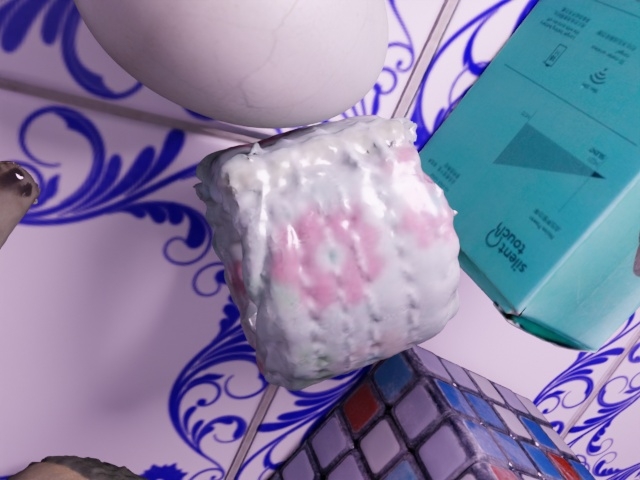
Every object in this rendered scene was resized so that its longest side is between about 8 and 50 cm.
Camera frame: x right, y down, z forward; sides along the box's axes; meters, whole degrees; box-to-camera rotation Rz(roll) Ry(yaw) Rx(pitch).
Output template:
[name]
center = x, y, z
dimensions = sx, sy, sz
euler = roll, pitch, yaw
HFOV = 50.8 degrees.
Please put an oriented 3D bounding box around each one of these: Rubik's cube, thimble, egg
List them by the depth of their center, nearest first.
[egg]
center = -0.046, -0.146, 0.402
dimensions = 0.209, 0.151, 0.151
euler = 20, 114, -37
[thimble]
center = 0.000, 0.000, 0.496
dimensions = 0.149, 0.185, 0.211
euler = -18, 149, -11
[Rubik's cube]
center = 0.142, 0.333, 0.738
dimensions = 0.287, 0.293, 0.292
euler = 29, 107, -36

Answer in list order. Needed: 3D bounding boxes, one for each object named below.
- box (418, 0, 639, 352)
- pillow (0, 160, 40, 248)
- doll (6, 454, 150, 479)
[box]
center = 0.226, -0.093, 0.527
dimensions = 0.118, 0.205, 0.311
euler = 27, 108, -33
[pillow]
center = -0.298, 0.028, 0.478
dimensions = 0.093, 0.051, 0.241
euler = 28, 110, -41
[doll]
center = -0.199, 0.353, 0.648
dimensions = 0.247, 0.247, 0.349
euler = -34, 145, 1
